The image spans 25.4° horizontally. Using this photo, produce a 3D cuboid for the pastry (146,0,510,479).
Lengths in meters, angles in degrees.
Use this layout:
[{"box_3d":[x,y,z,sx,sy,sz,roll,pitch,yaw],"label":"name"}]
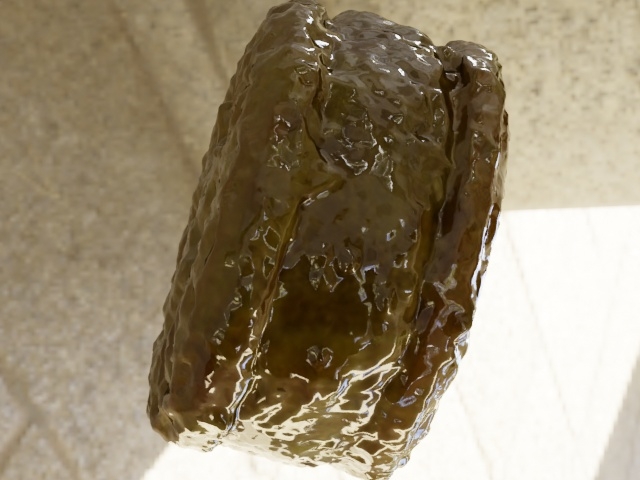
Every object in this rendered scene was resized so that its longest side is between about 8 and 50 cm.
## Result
[{"box_3d":[0.000,0.000,0.547,0.189,0.103,0.188,-165,-90,-82],"label":"pastry"}]
